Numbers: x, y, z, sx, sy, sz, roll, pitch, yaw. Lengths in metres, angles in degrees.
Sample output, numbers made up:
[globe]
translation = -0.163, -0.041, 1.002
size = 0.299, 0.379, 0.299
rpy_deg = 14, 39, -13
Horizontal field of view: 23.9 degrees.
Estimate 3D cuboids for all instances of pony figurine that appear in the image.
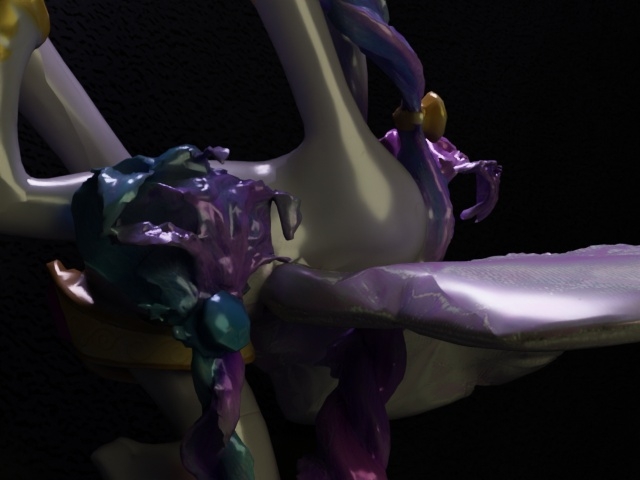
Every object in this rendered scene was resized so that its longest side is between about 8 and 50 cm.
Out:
[pony figurine]
translation = 0.000, 0.000, 0.676
size = 0.351, 0.303, 0.363
rpy_deg = -15, 81, -22
